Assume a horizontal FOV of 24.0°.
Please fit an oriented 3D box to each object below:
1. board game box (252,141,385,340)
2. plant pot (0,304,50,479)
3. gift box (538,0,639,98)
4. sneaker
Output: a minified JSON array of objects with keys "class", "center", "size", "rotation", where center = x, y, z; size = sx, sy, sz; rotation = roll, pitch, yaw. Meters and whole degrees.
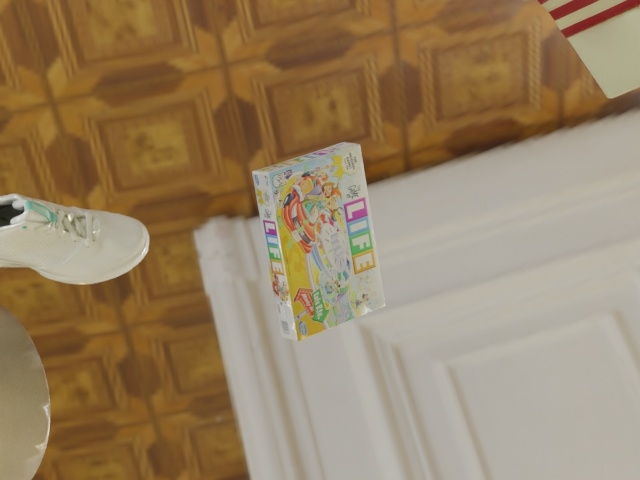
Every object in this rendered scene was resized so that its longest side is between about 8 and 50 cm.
[{"class":"board game box","center":[0.000,0.000,1.336],"size":[0.103,0.026,0.154],"rotation":[-21,109,-34]},{"class":"plant pot","center":[-0.504,0.202,1.756],"size":[0.274,0.256,0.256],"rotation":[-5,143,-52]},{"class":"gift box","center":[0.365,-0.325,1.470],"size":[0.276,0.258,0.255],"rotation":[-43,99,-18]},{"class":"sneaker","center":[-0.278,-0.011,1.524],"size":[0.212,0.080,0.094],"rotation":[2,149,-10]}]
